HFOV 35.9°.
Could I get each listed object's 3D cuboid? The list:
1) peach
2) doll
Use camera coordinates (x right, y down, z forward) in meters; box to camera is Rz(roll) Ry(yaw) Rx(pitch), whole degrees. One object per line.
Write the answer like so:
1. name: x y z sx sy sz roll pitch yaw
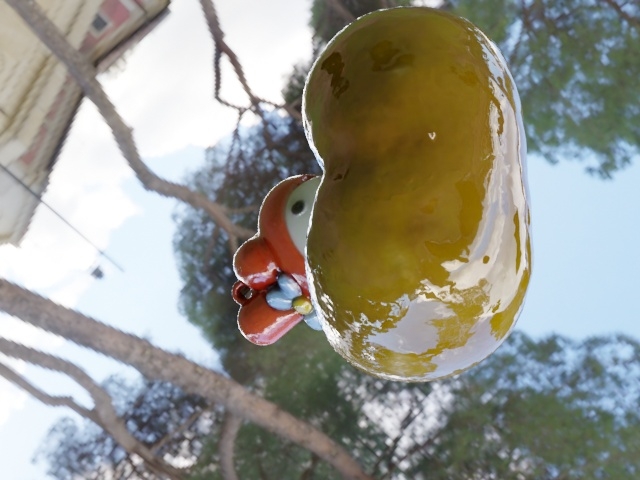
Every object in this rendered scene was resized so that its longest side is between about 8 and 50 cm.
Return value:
1. peach: 0.058 -0.029 0.665 0.153 0.251 0.251 0 -150 -9
2. doll: 0.000 0.000 1.123 0.290 0.161 0.130 -41 -179 15
